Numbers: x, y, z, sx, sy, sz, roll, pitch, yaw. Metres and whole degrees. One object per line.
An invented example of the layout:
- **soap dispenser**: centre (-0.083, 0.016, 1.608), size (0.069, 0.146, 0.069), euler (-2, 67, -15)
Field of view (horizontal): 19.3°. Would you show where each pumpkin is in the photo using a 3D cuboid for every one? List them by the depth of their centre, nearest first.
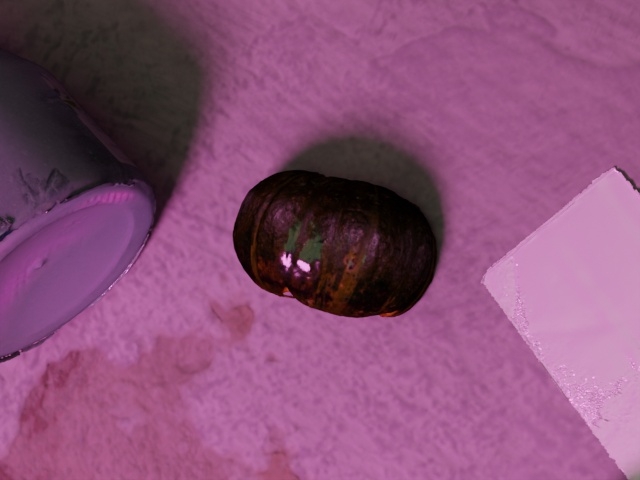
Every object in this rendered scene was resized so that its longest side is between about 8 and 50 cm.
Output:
- **pumpkin**: centre (0.000, 0.000, 1.621), size (0.183, 0.107, 0.119), euler (13, 86, 22)

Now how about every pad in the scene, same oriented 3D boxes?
- **pad**: centre (0.254, 0.073, 1.556), size (0.156, 0.004, 0.232), euler (-41, 72, 16)

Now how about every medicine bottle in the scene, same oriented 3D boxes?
- **medicine bottle**: centre (-0.326, -0.067, 1.690), size (0.245, 0.245, 0.290), euler (-48, 71, 14)
